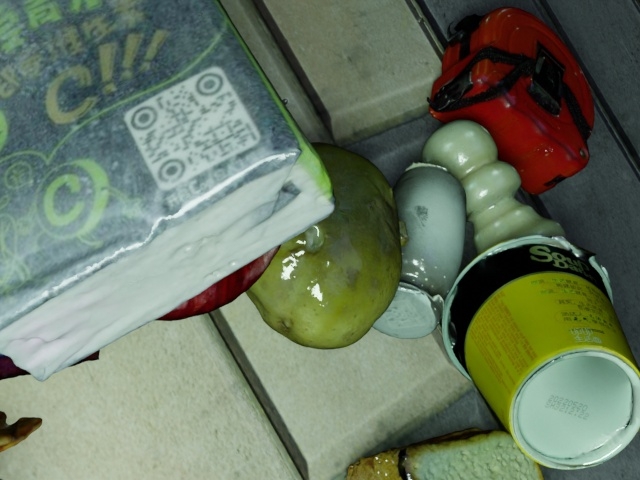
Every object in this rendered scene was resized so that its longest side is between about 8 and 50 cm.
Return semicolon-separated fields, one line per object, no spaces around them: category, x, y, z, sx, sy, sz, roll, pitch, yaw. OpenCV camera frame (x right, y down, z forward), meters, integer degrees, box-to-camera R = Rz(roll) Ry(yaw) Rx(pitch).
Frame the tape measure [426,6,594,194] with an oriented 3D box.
tape measure;0.275;-0.211;1.834;0.253;0.114;0.260;37;44;-24

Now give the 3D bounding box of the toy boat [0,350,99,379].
toy boat;-0.280;0.074;1.102;0.223;0.100;0.097;-8;81;-49

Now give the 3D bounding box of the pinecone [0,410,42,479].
pinecone;-0.299;0.214;0.922;0.229;0.202;0.201;-13;74;-33

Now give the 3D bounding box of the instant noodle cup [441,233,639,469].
instant noodle cup;0.260;0.132;1.459;0.215;0.215;0.236;40;13;-20

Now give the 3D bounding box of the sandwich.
sandwich;0.168;0.338;1.390;0.249;0.095;0.273;-2;68;-45

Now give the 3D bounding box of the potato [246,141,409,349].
potato;0.002;0.000;1.393;0.197;0.148;0.228;45;46;-6

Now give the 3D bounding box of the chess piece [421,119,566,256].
chess piece;0.220;-0.044;1.670;0.133;0.133;0.243;-16;73;-49

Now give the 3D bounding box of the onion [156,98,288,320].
onion;-0.141;-0.069;1.212;0.273;0.285;0.273;8;63;-17

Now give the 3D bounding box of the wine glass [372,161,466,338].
wine glass;0.111;0.012;1.526;0.111;0.111;0.204;39;47;-21

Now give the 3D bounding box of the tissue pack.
tissue pack;-0.199;-0.119;1.088;0.394;0.288;0.124;59;0;31
